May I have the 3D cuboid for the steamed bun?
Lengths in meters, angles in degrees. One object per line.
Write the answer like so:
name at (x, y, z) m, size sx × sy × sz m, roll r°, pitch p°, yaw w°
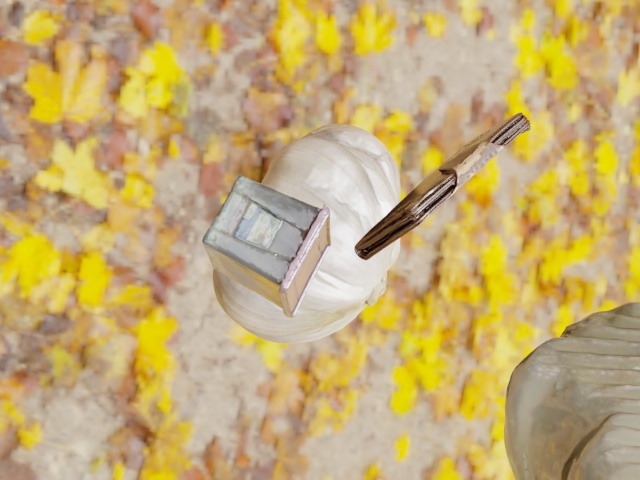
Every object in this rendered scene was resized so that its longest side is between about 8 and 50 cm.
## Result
steamed bun at (0.295, 0.176, 0.907) m, size 0.310 × 0.324 × 0.219 m, roll -15°, pitch 124°, yaw -9°

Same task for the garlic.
garlic at (0.000, 0.002, 1.360) m, size 0.228 × 0.152 × 0.228 m, roll -51°, pitch 164°, yaw -21°

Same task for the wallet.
wallet at (0.104, -0.050, 1.178) m, size 0.176 × 0.095 × 0.026 m, roll -39°, pitch 94°, yaw -36°

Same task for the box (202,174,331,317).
box at (-0.032, 0.003, 0.864) m, size 0.060 × 0.063 × 0.084 m, roll -63°, pitch 172°, yaw -12°
